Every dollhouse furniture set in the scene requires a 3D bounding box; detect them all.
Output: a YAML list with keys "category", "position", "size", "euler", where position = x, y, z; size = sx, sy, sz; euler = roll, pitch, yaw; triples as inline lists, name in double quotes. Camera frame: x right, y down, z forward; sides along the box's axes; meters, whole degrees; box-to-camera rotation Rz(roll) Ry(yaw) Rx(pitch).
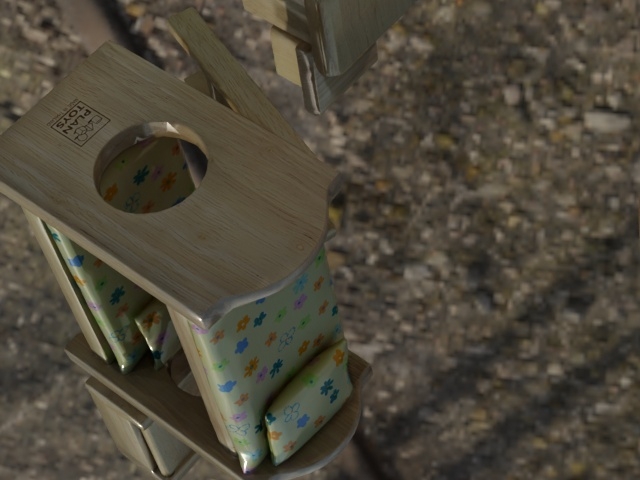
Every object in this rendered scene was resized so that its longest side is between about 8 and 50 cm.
- category: "dollhouse furniture set"
  position: [0.000, 0.000, 0.477]
  size: [0.101, 0.161, 0.182]
  euler: [32, 155, 26]

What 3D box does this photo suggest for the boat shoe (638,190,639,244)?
- category: "boat shoe"
  position: [0.268, 0.083, 0.683]
  size: [0.110, 0.341, 0.121]
  euler: [-12, 158, -25]
